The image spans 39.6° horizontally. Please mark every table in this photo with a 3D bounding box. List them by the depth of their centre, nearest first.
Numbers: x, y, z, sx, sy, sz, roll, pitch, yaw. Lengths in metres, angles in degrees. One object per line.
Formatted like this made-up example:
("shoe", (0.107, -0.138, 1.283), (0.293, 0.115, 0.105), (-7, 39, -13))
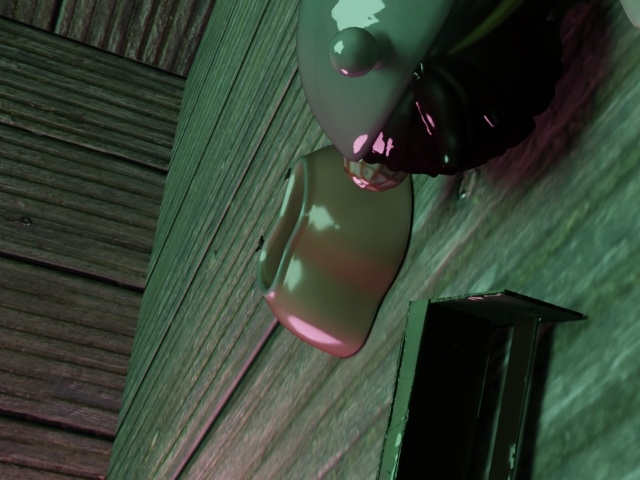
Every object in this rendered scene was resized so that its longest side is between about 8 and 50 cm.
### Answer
("table", (0.074, 0.113, 0.532), (0.175, 0.062, 0.146), (159, 126, -67))

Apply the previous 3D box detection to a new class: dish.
("dish", (0.000, 0.000, 0.836), (0.213, 0.090, 0.214), (-164, 90, -74))

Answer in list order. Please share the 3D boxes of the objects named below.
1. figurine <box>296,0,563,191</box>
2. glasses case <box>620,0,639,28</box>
("figurine", (0.073, -0.170, 0.636), (0.281, 0.167, 0.370), (-60, 12, 30))
("glasses case", (0.180, -0.148, 0.496), (0.083, 0.021, 0.032), (-90, 20, -45))
